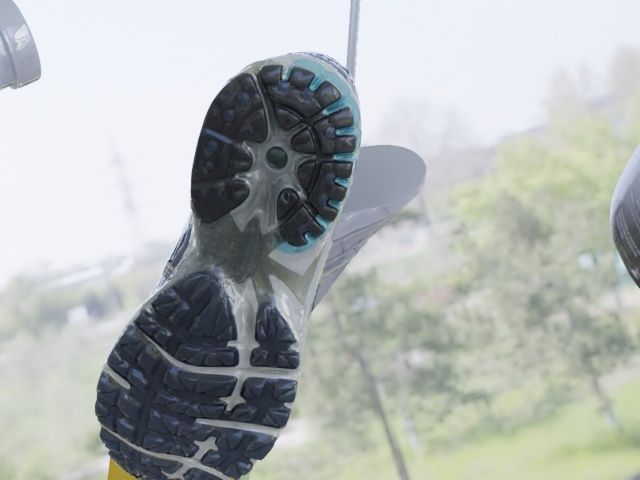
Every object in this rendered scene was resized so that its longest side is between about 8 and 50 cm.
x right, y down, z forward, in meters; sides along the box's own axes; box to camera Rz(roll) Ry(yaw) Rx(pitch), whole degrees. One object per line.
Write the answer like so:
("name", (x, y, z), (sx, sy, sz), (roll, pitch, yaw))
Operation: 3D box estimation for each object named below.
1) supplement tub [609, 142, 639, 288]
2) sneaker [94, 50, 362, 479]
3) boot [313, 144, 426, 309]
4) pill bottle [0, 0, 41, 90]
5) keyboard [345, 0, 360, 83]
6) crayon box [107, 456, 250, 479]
("supplement tub", (0.377, -0.088, 1.397), (0.207, 0.207, 0.338), (-17, -29, -28))
("sneaker", (-0.038, 0.020, 1.032), (0.110, 0.283, 0.122), (25, 21, 2))
("boot", (0.000, 0.000, 1.871), (0.258, 0.095, 0.123), (-28, -35, -24))
("pill bottle", (-0.314, -0.124, 1.370), (0.184, 0.103, 0.103), (-25, 4, -20))
("keyboard", (0.036, -0.222, 2.037), (0.014, 0.256, 0.072), (4, -2, 0))
("crayon box", (-0.164, 0.232, 2.167), (0.165, 0.278, 0.081), (15, 30, 8))
